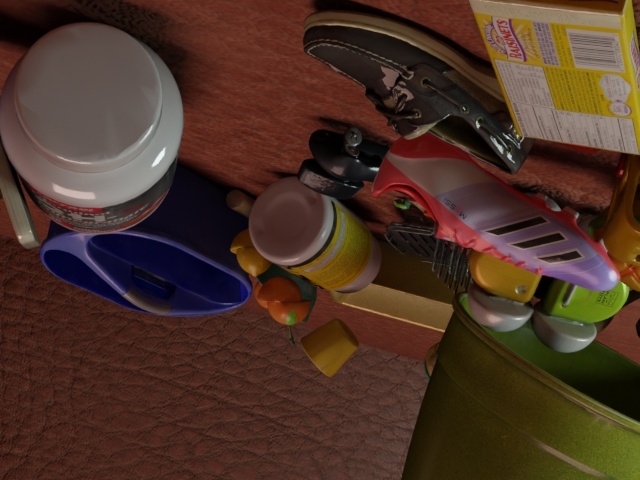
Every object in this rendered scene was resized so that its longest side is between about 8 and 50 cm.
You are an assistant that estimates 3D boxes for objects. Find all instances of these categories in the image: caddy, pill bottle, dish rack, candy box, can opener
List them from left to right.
[{"bbox_3d":[-0.227,-0.111,1.201,0.176,0.176,0.318,18,170,-6],"label":"pill bottle"},{"bbox_3d":[-0.250,0.018,1.769,0.241,0.179,0.341,-15,151,35],"label":"caddy"},{"bbox_3d":[0.000,0.000,1.616,0.119,0.119,0.208,11,169,29],"label":"pill bottle"},{"bbox_3d":[0.068,-0.077,1.280,0.186,0.059,0.073,10,146,-22],"label":"can opener"},{"bbox_3d":[0.218,0.036,1.564,0.271,0.074,0.208,9,168,19],"label":"dish rack"},{"bbox_3d":[0.176,-0.121,0.853,0.105,0.027,0.206,15,164,24],"label":"candy box"}]

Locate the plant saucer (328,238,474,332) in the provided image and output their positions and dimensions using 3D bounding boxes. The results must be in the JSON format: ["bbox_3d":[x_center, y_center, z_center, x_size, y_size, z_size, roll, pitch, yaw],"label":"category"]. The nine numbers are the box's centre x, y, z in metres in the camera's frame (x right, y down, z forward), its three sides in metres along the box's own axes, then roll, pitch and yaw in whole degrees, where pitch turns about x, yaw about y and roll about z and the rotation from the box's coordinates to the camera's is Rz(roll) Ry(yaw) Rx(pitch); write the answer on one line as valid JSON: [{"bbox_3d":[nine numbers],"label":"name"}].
[{"bbox_3d":[0.176,0.081,1.897,0.332,0.081,0.333,15,171,8],"label":"plant saucer"}]

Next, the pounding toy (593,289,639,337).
[{"bbox_3d":[0.461,0.082,1.461,0.269,0.155,0.154,9,144,-13],"label":"pounding toy"}]

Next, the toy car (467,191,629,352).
[{"bbox_3d":[0.253,0.024,1.335,0.182,0.159,0.136,18,-154,-3],"label":"toy car"}]

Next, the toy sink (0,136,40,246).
[{"bbox_3d":[-0.393,-0.087,1.240,0.131,0.234,0.153,-19,-179,-10],"label":"toy sink"}]

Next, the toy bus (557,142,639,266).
[{"bbox_3d":[0.296,-0.031,0.992,0.202,0.104,0.191,23,168,-36],"label":"toy bus"}]

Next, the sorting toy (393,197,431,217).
[{"bbox_3d":[0.134,-0.038,1.492,0.083,0.012,0.062,9,168,35],"label":"sorting toy"}]

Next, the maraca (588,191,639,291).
[{"bbox_3d":[0.347,0.008,1.137,0.185,0.099,0.127,12,171,22],"label":"maraca"}]

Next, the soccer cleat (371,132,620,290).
[{"bbox_3d":[0.164,-0.016,1.130,0.248,0.095,0.083,37,175,10],"label":"soccer cleat"}]

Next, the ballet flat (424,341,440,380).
[{"bbox_3d":[0.322,0.226,1.956,0.348,0.123,0.123,21,170,-36],"label":"ballet flat"}]

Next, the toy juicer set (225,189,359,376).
[{"bbox_3d":[-0.079,0.043,1.725,0.209,0.089,0.329,41,-167,-42],"label":"toy juicer set"}]

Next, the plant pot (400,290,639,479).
[{"bbox_3d":[0.246,0.302,1.447,0.366,0.353,0.366,26,-170,-5],"label":"plant pot"}]

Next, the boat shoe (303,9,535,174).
[{"bbox_3d":[0.084,-0.116,0.959,0.223,0.073,0.080,20,169,-23],"label":"boat shoe"}]
